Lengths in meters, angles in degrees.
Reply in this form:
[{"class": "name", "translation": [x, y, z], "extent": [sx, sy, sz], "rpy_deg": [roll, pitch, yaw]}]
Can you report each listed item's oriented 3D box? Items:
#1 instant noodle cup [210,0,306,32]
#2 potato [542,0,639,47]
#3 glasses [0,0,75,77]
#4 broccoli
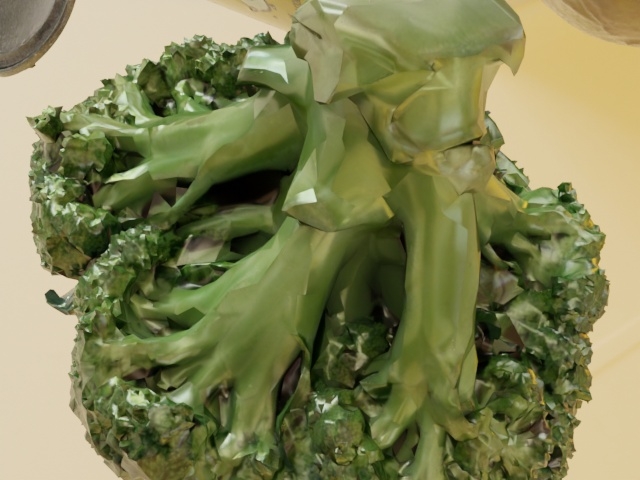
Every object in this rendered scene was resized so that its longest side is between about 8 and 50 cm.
[{"class": "instant noodle cup", "translation": [0.004, -0.302, 1.001], "extent": [0.325, 0.325, 0.254], "rpy_deg": [-21, -136, -38]}, {"class": "potato", "translation": [0.217, -0.279, 0.806], "extent": [0.301, 0.237, 0.288], "rpy_deg": [23, -102, -20]}, {"class": "glasses", "translation": [-0.293, -0.156, 0.708], "extent": [0.268, 0.234, 0.118], "rpy_deg": [26, -133, -62]}, {"class": "broccoli", "translation": [0.000, 0.000, 0.515], "extent": [0.270, 0.270, 0.270], "rpy_deg": [7, -130, -8]}]
